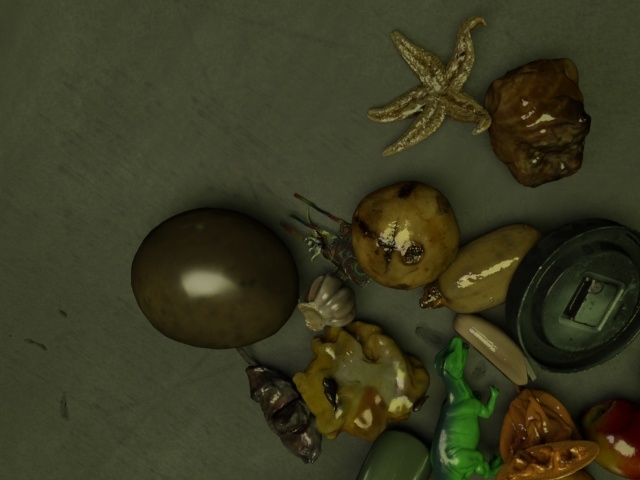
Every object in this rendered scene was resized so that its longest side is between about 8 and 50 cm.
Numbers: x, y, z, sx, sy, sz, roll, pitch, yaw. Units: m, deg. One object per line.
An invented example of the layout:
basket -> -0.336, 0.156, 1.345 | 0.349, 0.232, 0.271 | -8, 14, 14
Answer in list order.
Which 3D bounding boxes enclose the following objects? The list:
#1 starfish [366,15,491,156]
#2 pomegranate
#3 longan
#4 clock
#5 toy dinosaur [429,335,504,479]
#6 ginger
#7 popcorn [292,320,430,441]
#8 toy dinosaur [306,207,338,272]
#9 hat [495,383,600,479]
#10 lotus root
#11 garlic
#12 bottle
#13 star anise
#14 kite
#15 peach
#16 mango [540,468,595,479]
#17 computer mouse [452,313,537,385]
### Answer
starfish -> 0.268, -0.340, 1.581 | 0.327, 0.094, 0.375 | 34, 109, 31
pomegranate -> 0.198, -0.012, 1.611 | 0.260, 0.260, 0.261 | 2, 103, 7
longan -> -0.250, 0.092, 1.648 | 0.404, 0.404, 0.336 | 4, 67, 7
clock -> 0.608, 0.130, 1.595 | 0.386, 0.076, 0.386 | -7, 116, -15
toy dinosaur -> 0.290, 0.529, 1.664 | 0.144, 0.500, 0.375 | 3, 132, 48
ginger -> 0.475, -0.273, 1.544 | 0.200, 0.269, 0.223 | -12, 60, 3
popcorn -> 0.090, 0.359, 1.710 | 0.315, 0.281, 0.297 | 37, 72, -10
toy dinosaur -> -0.013, 0.007, 1.750 | 0.058, 0.037, 0.180 | -26, 106, -11
hat -> 0.515, 0.452, 1.703 | 0.233, 0.233, 0.244 | 20, 127, -29
lotus root -> 0.392, 0.078, 1.653 | 0.342, 0.151, 0.169 | -27, 113, 13
garlic -> 0.039, 0.135, 1.695 | 0.127, 0.194, 0.131 | -21, 105, 37
bottle -> 0.153, 0.645, 1.702 | 0.168, 0.347, 0.169 | 17, 131, 20
star anise -> -0.086, 0.423, 1.762 | 0.139, 0.316, 0.359 | -38, 138, -14
kite -> 0.033, -0.009, 1.724 | 0.285, 0.015, 0.152 | 32, 72, 3
peach -> 0.744, 0.491, 1.683 | 0.197, 0.197, 0.198 | 2, 103, 7
mango -> 0.594, 0.619, 1.752 | 0.219, 0.145, 0.113 | 16, 89, 6
computer mouse -> 0.429, 0.258, 1.691 | 0.236, 0.145, 0.082 | 41, 89, -1
